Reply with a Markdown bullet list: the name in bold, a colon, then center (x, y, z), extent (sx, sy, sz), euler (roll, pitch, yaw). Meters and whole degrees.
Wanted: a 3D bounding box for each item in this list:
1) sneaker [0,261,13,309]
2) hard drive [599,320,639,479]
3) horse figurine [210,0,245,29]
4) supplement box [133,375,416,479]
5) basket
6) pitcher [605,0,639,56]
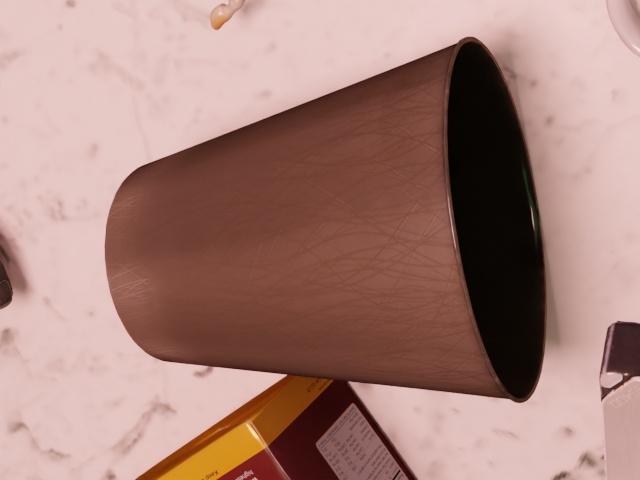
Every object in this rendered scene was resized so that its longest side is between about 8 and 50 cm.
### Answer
- **sneaker**: center (-0.337, 0.074, 0.881), extent (0.271, 0.100, 0.108), euler (-36, 94, 25)
- **hard drive**: center (0.322, 0.150, 0.614), extent (0.338, 0.064, 0.237), euler (4, 128, 21)
- **horse figurine**: center (-0.061, -0.258, 0.706), extent (0.174, 0.066, 0.263), euler (-38, 90, 31)
- **supplement box**: center (-0.033, 0.217, 0.779), extent (0.191, 0.129, 0.194), euler (-36, 89, 25)
- **basket**: center (0.000, 0.000, 0.705), extent (0.226, 0.154, 0.204), euler (-6, 100, 26)
- **pitcher**: center (0.185, -0.200, 0.603), extent (0.177, 0.125, 0.207), euler (-32, 102, 40)
